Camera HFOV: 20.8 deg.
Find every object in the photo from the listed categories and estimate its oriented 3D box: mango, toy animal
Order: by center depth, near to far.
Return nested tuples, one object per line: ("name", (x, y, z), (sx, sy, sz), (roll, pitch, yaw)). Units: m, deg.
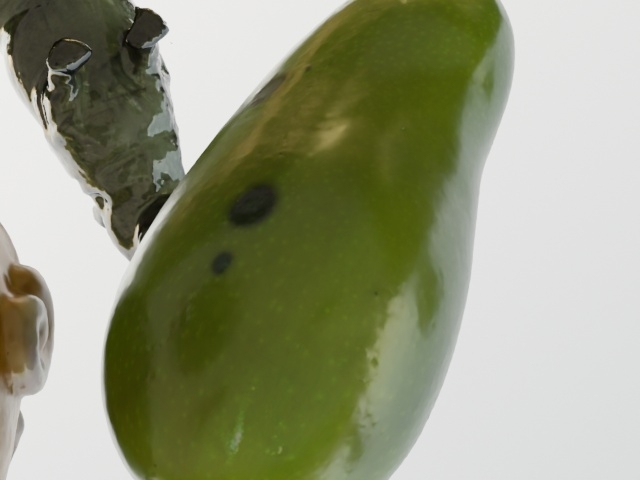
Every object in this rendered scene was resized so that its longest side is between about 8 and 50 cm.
("mango", (0.000, 0.000, 0.788), (0.175, 0.143, 0.293), (-22, -143, 56))
("toy animal", (-0.147, -0.087, 1.221), (0.106, 0.168, 0.343), (-22, -102, -16))

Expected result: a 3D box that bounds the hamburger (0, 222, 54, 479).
("hamburger", (-0.239, 0.087, 0.851), (0.302, 0.186, 0.261), (-150, -106, -68))
